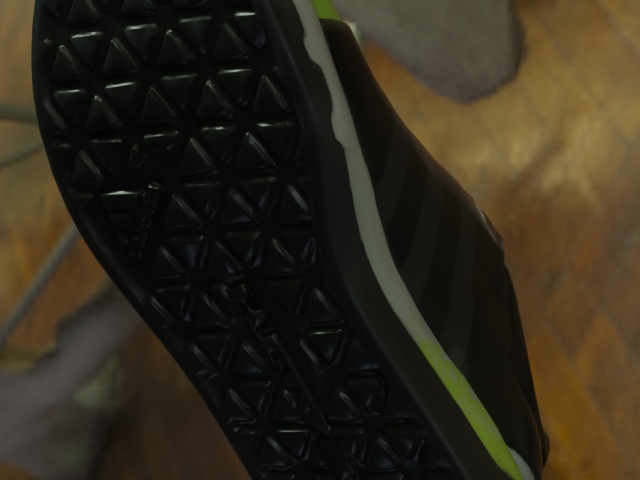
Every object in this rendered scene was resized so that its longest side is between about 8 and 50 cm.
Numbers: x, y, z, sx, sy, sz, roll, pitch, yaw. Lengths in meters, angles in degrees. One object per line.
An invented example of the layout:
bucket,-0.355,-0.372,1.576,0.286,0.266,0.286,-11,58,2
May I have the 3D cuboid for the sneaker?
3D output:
sneaker,0.000,0.000,0.529,0.084,0.097,0.235,-15,108,28
